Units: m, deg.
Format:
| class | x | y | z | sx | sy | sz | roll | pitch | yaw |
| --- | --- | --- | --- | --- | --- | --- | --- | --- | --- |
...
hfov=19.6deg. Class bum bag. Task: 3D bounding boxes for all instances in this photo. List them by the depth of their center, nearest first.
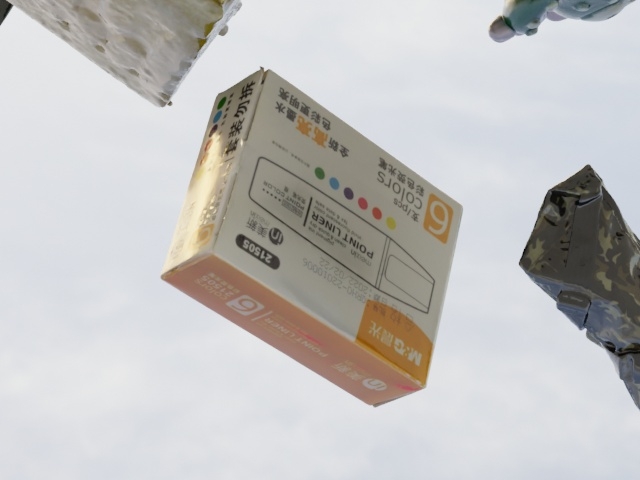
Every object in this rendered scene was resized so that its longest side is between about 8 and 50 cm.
| class | x | y | z | sx | sy | sz | roll | pitch | yaw |
| --- | --- | --- | --- | --- | --- | --- | --- | --- | --- |
| bum bag | 0.266 | 0.055 | 1.604 | 0.248 | 0.102 | 0.069 | 50 | -166 | -8 |

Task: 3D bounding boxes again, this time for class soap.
| class | x | y | z | sx | sy | sz | roll | pitch | yaw |
| --- | --- | --- | --- | --- | --- | --- | --- | --- | --- |
| soap | -0.217 | -0.298 | 1.747 | 0.335 | 0.293 | 0.156 | 37 | -106 | -8 |

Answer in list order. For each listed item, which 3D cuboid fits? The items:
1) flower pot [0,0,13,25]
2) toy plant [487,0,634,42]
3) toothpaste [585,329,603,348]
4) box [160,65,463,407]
| class | x | y | z | sx | sy | sz | roll | pitch | yaw |
| --- | --- | --- | --- | --- | --- | --- | --- | --- | --- |
| flower pot | -0.410 | -0.281 | 2.110 | 0.107 | 0.157 | 0.157 | 32 | -142 | -16 |
| toy plant | 0.300 | -0.301 | 2.015 | 0.243 | 0.232 | 0.112 | -26 | -100 | -47 |
| toothpaste | 0.437 | 0.143 | 1.770 | 0.371 | 0.080 | 0.125 | 34 | -96 | 5 |
| box | 0.000 | 0.000 | 1.729 | 0.274 | 0.091 | 0.220 | 32 | -126 | -29 |
